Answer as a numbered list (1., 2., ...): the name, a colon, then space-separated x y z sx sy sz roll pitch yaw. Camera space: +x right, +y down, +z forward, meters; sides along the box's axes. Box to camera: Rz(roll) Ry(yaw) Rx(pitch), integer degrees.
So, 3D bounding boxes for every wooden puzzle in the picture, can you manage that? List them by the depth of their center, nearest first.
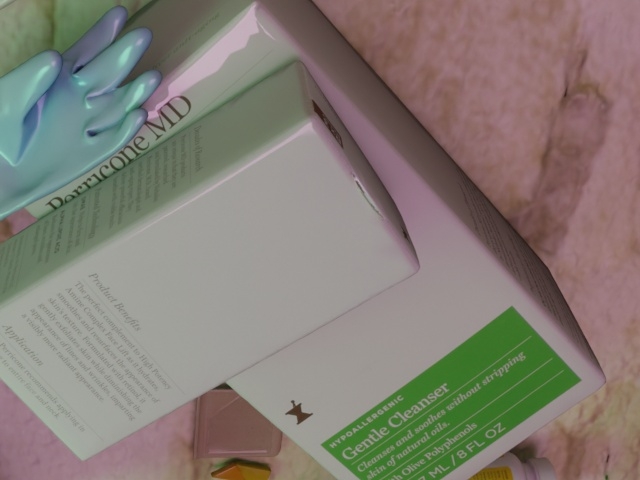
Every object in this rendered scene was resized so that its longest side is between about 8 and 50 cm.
1. wooden puzzle: -0.065 0.145 0.981 0.078 0.014 0.116 5 118 -18

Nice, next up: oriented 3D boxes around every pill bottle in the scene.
1. pill bottle: 0.134 0.208 1.021 0.116 0.065 0.065 -5 119 -7

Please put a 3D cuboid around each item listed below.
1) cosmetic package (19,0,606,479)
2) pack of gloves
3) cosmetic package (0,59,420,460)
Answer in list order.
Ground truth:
1. cosmetic package: 0.000 0.000 0.832 0.197 0.155 0.365 -39 119 15
2. pack of gloves: -0.209 -0.105 0.714 0.232 0.195 0.046 -30 163 17
3. cosmetic package: -0.074 0.014 0.693 0.231 0.085 0.117 -30 120 10
